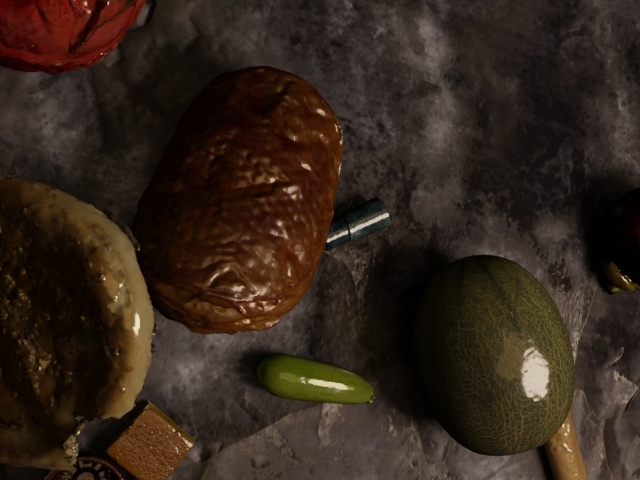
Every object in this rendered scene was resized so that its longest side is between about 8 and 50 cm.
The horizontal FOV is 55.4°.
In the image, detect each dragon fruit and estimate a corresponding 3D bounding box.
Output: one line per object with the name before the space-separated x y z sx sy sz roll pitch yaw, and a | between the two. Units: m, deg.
dragon fruit | -0.361 -0.348 0.757 0.296 0.302 0.295 -7 109 -20

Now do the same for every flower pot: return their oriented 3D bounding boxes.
flower pot | -0.315 0.332 0.811 0.111 0.089 0.111 2 85 -18

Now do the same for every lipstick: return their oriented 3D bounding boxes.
lipstick | 0.000 0.000 0.964 0.234 0.053 0.053 -25 94 -18

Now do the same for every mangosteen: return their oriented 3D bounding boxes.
mangosteen | 0.604 0.006 1.097 0.216 0.216 0.215 1 85 -19

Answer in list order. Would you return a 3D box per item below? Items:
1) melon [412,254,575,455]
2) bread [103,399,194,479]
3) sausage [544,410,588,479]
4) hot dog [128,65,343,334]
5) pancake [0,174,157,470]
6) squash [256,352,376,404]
melon | 0.260 0.171 0.942 0.238 0.237 0.301 -10 85 -19
bread | -0.242 0.294 0.868 0.094 0.035 0.090 45 74 -11
sausage | 0.415 0.305 1.079 0.066 0.066 0.300 -11 87 -19
hot dog | -0.109 -0.052 0.852 0.267 0.174 0.387 19 68 -5
pancake | -0.374 0.104 0.743 0.383 0.071 0.381 1 95 11
squash | -0.004 0.220 0.941 0.201 0.066 0.066 18 80 -20
